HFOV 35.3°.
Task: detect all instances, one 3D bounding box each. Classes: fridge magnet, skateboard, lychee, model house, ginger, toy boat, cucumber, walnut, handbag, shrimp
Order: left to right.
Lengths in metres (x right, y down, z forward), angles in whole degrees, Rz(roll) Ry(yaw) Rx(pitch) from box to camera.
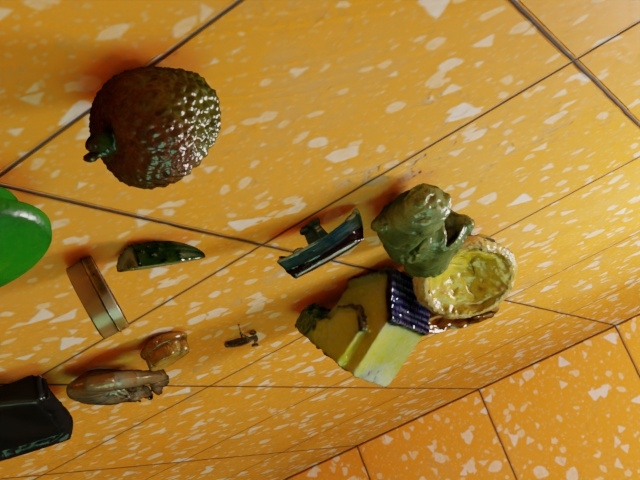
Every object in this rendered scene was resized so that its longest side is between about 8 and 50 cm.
[{"bbox_3d":[-0.376,0.007,1.014,0.208,0.088,0.208,-19,161,-6],"label":"fridge magnet"},{"bbox_3d":[-0.540,0.291,1.625,0.247,0.080,0.223,-16,153,-8],"label":"handbag"},{"bbox_3d":[-0.323,0.239,1.707,0.145,0.059,0.254,-20,163,24],"label":"shrimp"},{"bbox_3d":[-0.155,-0.105,0.916,0.146,0.114,0.114,-31,169,-35],"label":"lychee"},{"bbox_3d":[-0.203,0.017,1.297,0.107,0.035,0.067,-7,174,-37],"label":"cucumber"},{"bbox_3d":[-0.148,0.174,1.781,0.064,0.032,0.083,-12,164,5],"label":"skateboard"},{"bbox_3d":[0.000,0.000,1.420,0.137,0.061,0.060,-29,169,-3],"label":"toy boat"},{"bbox_3d":[0.089,0.124,1.783,0.211,0.170,0.194,-53,147,5],"label":"model house"},{"bbox_3d":[0.157,-0.016,1.513,0.137,0.089,0.290,-8,161,20],"label":"ginger"},{"bbox_3d":[0.245,0.122,1.951,0.211,0.087,0.167,-5,161,-34],"label":"walnut"}]

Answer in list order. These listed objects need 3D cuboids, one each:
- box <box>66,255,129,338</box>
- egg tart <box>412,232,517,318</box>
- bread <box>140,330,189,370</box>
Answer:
[{"bbox_3d":[-0.279,0.071,1.255,0.037,0.105,0.105,-28,162,-11],"label":"box"},{"bbox_3d":[0.245,0.055,1.728,0.191,0.074,0.191,-6,127,-8],"label":"egg tart"},{"bbox_3d":[-0.257,0.182,1.662,0.081,0.046,0.083,-18,159,-24],"label":"bread"}]
